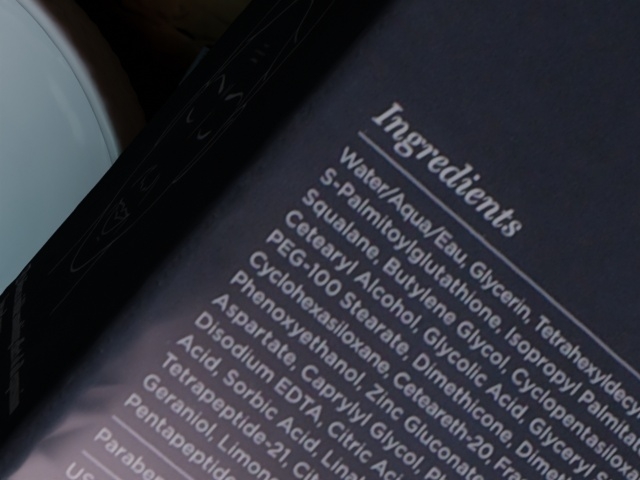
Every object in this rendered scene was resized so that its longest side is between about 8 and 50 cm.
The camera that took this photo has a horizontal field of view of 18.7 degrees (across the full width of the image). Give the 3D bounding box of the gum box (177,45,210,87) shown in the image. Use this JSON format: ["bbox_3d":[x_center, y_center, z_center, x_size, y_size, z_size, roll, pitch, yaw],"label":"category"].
[{"bbox_3d":[0.000,0.000,1.025,0.184,0.041,0.157,23,134,4],"label":"gum box"}]

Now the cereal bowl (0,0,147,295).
[{"bbox_3d":[-0.234,-0.016,1.004,0.339,0.141,0.339,2,101,13],"label":"cereal bowl"}]

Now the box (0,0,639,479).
[{"bbox_3d":[0.009,0.044,0.773,0.212,0.293,0.395,40,93,-13],"label":"box"}]
